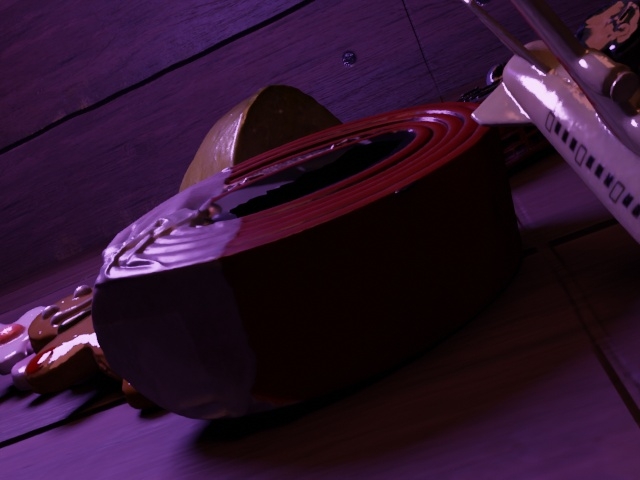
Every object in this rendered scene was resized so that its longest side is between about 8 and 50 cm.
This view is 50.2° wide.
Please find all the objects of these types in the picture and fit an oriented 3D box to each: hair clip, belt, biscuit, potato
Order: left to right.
[{"bbox_3d":[-0.319,0.127,0.792,0.257,0.075,0.146,-9,13,39],"label":"hair clip"},{"bbox_3d":[-0.183,0.078,0.651,0.301,0.049,0.197,0,24,43],"label":"biscuit"},{"bbox_3d":[-0.117,-0.102,1.065,0.280,0.213,0.330,-14,13,41],"label":"potato"},{"bbox_3d":[0.000,0.000,0.489,0.324,0.115,0.227,-29,22,-29],"label":"belt"}]

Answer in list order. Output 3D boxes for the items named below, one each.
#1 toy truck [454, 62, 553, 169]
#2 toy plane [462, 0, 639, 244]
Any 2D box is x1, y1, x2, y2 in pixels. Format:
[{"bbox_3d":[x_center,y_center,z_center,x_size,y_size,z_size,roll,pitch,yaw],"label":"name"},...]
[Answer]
[{"bbox_3d":[0.186,-0.129,0.796,0.252,0.114,0.107,-29,10,-15],"label":"toy truck"},{"bbox_3d":[0.166,-0.050,0.348,0.104,0.242,0.256,-50,39,5],"label":"toy plane"}]
